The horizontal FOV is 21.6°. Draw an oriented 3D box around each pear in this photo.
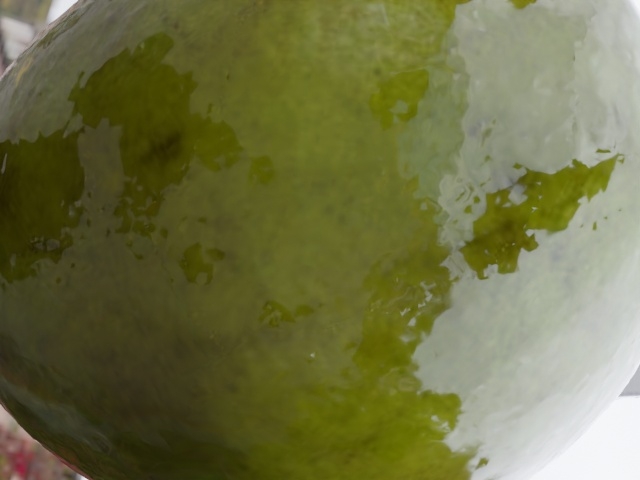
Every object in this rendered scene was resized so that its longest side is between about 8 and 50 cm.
[{"bbox_3d":[0.000,0.000,0.893,0.413,0.352,0.352,-18,-125,22],"label":"pear"}]

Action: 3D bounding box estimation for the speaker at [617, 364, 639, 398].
[{"bbox_3d":[0.108,0.009,1.157,0.153,0.192,0.231,-20,-107,46],"label":"speaker"}]
